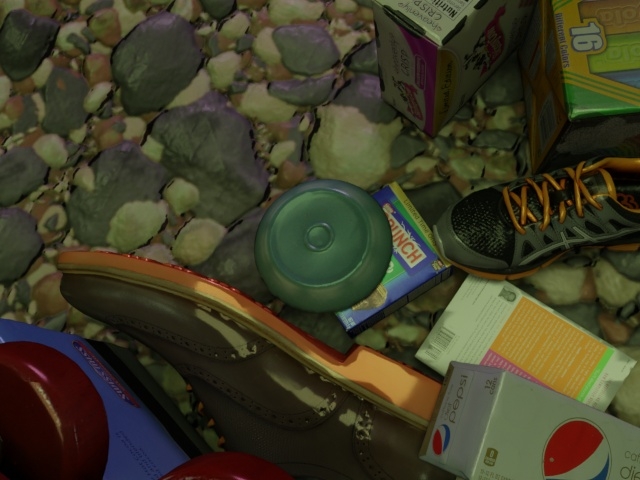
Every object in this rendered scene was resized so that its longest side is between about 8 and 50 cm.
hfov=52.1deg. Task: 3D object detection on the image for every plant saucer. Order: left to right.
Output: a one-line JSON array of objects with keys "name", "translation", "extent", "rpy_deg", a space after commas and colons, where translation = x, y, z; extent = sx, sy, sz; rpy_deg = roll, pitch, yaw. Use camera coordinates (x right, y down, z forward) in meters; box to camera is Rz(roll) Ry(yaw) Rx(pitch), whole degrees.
[{"name": "plant saucer", "translation": [0.000, 0.000, 0.545], "extent": [0.119, 0.021, 0.119], "rpy_deg": [-3, 71, 8]}]

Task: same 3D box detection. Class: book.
[{"name": "book", "translation": [0.163, 0.097, 0.536], "extent": [0.144, 0.035, 0.096], "rpy_deg": [34, 84, 15]}]

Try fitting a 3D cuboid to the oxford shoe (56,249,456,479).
[{"name": "oxford shoe", "translation": [-0.063, 0.111, 0.513], "extent": [0.363, 0.130, 0.133], "rpy_deg": [22, 83, 12]}]

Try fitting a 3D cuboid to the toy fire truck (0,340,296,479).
[{"name": "toy fire truck", "translation": [-0.148, 0.194, 0.256], "extent": [0.302, 0.169, 0.254], "rpy_deg": [24, 95, 12]}]

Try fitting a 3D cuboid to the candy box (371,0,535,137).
[{"name": "candy box", "translation": [0.149, -0.219, 0.554], "extent": [0.071, 0.159, 0.233], "rpy_deg": [42, 85, 16]}]

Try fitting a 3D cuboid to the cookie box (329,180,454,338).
[{"name": "cookie box", "translation": [0.046, 0.017, 0.567], "extent": [0.107, 0.040, 0.092], "rpy_deg": [-32, 72, -3]}]

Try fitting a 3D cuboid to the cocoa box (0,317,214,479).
[{"name": "cocoa box", "translation": [-0.152, 0.257, 0.431], "extent": [0.231, 0.228, 0.347], "rpy_deg": [-43, 75, -5]}]

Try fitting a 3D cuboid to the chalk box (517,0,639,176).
[{"name": "chalk box", "translation": [0.285, -0.140, 0.531], "extent": [0.213, 0.132, 0.132], "rpy_deg": [-5, 75, 5]}]

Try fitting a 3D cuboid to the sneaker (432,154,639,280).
[{"name": "sneaker", "translation": [0.196, -0.028, 0.527], "extent": [0.214, 0.083, 0.084], "rpy_deg": [-12, 64, -2]}]

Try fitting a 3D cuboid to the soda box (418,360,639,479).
[{"name": "soda box", "translation": [0.181, 0.155, 0.452], "extent": [0.216, 0.069, 0.074], "rpy_deg": [25, 77, -17]}]
